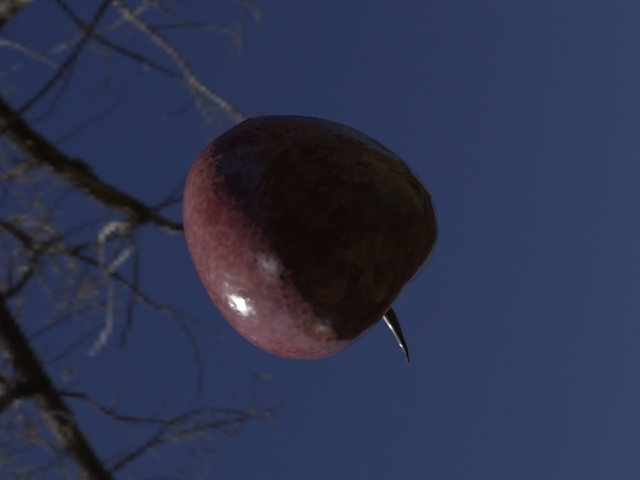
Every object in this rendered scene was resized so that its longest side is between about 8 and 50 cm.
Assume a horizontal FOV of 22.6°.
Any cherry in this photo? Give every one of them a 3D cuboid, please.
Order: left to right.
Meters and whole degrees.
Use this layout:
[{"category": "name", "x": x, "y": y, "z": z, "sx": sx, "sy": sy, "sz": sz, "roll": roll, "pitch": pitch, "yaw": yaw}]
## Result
[{"category": "cherry", "x": 0.000, "y": 0.000, "z": 1.533, "sx": 0.285, "sy": 0.213, "sz": 0.236, "roll": 49, "pitch": -153, "yaw": 8}]
